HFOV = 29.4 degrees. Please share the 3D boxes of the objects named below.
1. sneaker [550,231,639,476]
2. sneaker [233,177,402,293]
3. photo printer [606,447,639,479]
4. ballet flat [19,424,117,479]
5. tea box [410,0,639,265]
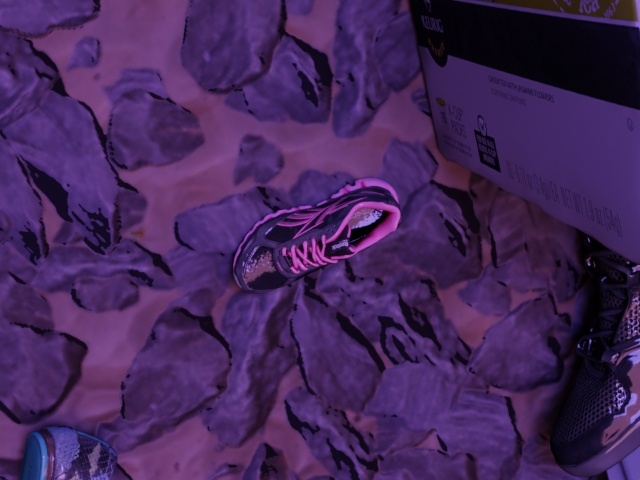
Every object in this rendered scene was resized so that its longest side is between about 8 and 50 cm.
[{"bbox_3d":[0.201,0.042,0.818,0.130,0.087,0.228,34,91,-17],"label":"sneaker"},{"bbox_3d":[0.000,0.000,0.771,0.119,0.057,0.047,-29,111,-4],"label":"sneaker"},{"bbox_3d":[0.329,0.271,0.821,0.107,0.256,0.307,-37,111,18],"label":"photo printer"},{"bbox_3d":[-0.173,0.210,0.781,0.070,0.070,0.188,15,103,-17],"label":"ballet flat"},{"bbox_3d":[0.179,-0.190,0.624,0.219,0.329,0.324,-15,106,-9],"label":"tea box"}]
